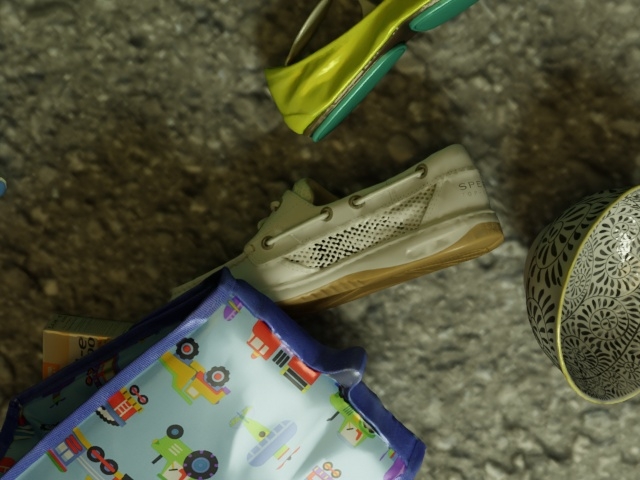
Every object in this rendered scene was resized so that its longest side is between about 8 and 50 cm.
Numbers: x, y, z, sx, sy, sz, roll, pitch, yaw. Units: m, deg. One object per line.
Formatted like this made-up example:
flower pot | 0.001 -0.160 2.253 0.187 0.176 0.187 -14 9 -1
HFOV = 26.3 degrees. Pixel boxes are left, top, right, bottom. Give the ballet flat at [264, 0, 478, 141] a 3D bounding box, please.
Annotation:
ballet flat | 0.050 -0.167 0.986 0.231 0.077 0.077 -40 84 19

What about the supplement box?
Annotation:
supplement box | -0.175 0.099 1.118 0.098 0.036 0.062 5 109 5

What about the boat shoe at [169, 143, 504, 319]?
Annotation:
boat shoe | 0.000 0.000 1.043 0.277 0.098 0.096 -19 80 20

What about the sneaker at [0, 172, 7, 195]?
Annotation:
sneaker | -0.298 -0.117 1.046 0.081 0.080 0.211 -13 109 -12

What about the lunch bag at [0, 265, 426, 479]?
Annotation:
lunch bag | -0.083 0.162 1.039 0.293 0.138 0.221 -35 112 25

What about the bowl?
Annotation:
bowl | 0.203 0.029 1.014 0.080 0.170 0.170 21 118 46
